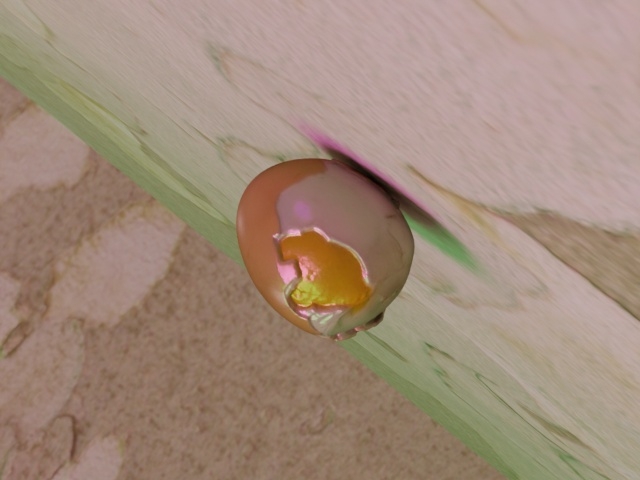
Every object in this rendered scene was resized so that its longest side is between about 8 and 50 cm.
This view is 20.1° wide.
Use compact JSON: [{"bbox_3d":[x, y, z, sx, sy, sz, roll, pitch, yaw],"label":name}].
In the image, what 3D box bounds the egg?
[{"bbox_3d":[0.000,0.000,0.773,0.083,0.071,0.071,43,177,18],"label":"egg"}]
